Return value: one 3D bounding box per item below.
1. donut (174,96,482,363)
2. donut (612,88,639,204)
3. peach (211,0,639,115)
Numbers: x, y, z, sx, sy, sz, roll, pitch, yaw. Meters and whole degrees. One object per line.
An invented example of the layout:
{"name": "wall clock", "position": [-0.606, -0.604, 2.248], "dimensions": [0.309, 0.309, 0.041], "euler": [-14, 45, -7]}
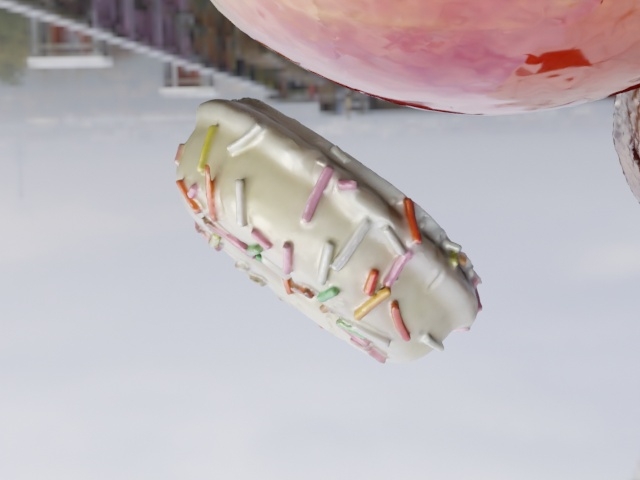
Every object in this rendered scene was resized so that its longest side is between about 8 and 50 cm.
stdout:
{"name": "donut", "position": [0.000, 0.000, 1.575], "dimensions": [0.382, 0.142, 0.382], "euler": [36, 173, 5]}
{"name": "donut", "position": [0.267, -0.047, 0.970], "dimensions": [0.144, 0.186, 0.126], "euler": [4, -157, -10]}
{"name": "peach", "position": [0.101, -0.243, 0.662], "dimensions": [0.388, 0.388, 0.388], "euler": [-1, -177, 0]}
